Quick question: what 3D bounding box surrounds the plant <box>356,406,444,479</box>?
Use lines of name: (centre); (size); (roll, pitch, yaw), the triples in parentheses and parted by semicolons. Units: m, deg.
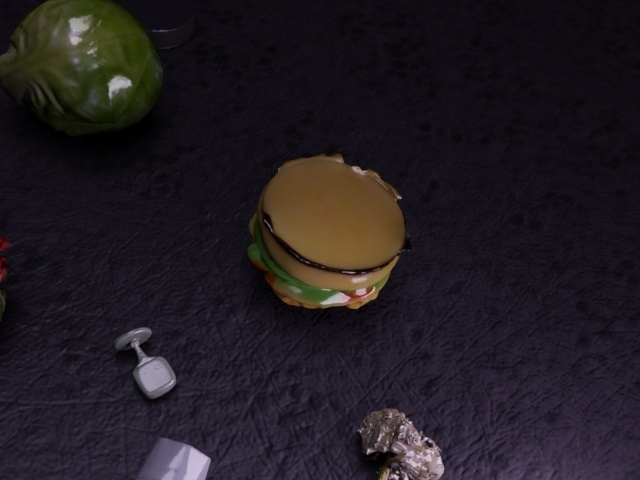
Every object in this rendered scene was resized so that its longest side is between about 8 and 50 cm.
plant: (0.092, 0.283, 1.155); (0.116, 0.104, 0.122); (24, 81, 54)

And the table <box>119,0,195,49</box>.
table: (-0.290, -0.400, 1.612); (0.133, 0.043, 0.133); (4, 53, -6)

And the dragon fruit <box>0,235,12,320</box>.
dragon fruit: (-0.540, 0.028, 1.137); (0.293, 0.234, 0.234); (14, 52, -9)

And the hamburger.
hamburger: (0.000, 0.000, 1.293); (0.237, 0.149, 0.237); (10, 51, -13)

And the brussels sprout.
brussels sprout: (-0.364, -0.266, 1.395); (0.244, 0.244, 0.244); (4, 53, -6)

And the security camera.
security camera: (-0.231, 0.166, 1.199); (0.058, 0.058, 0.092); (-21, 72, -23)

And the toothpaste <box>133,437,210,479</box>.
toothpaste: (-0.229, 0.401, 1.003); (0.125, 0.080, 0.371); (17, 58, 9)
